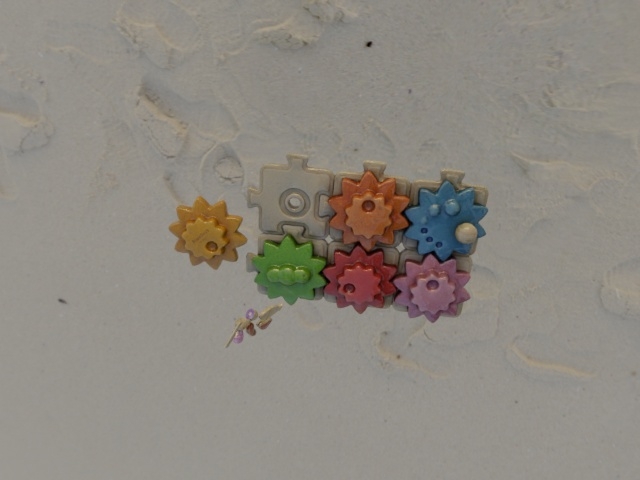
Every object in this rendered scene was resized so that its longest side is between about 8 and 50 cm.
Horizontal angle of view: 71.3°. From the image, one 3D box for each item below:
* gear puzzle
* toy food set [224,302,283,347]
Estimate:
[{"bbox_3d":[0.000,0.000,0.476,0.339,0.044,0.175,6,114,3],"label":"gear puzzle"},{"bbox_3d":[-0.119,0.143,0.765,0.019,0.122,0.077,39,109,20],"label":"toy food set"}]
